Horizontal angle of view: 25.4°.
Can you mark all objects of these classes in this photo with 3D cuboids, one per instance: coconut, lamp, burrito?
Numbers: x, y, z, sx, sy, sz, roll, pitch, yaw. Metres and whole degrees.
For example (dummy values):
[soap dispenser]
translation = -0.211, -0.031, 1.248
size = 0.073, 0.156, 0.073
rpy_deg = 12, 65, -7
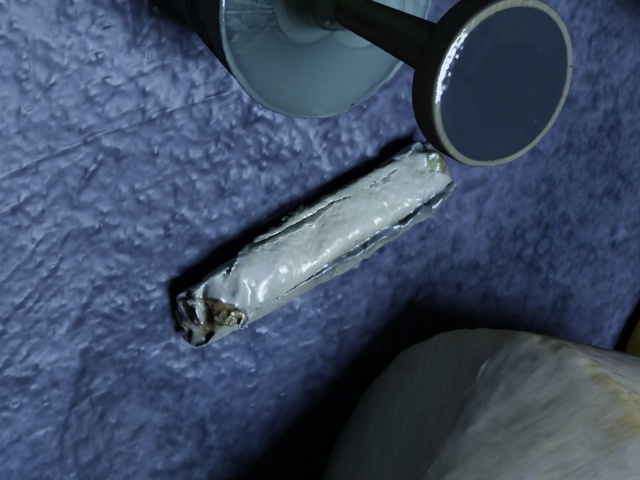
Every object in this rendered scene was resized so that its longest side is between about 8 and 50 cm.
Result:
[coconut]
translation = 0.129, 0.192, 0.833
size = 0.329, 0.329, 0.329
rpy_deg = -18, 122, -30
[lamp]
translation = 0.014, -0.105, 0.633
size = 0.121, 0.215, 0.121
rpy_deg = -16, 121, -29
[burrito]
translation = 0.000, 0.000, 0.798
size = 0.185, 0.041, 0.045
rpy_deg = -30, 86, -22

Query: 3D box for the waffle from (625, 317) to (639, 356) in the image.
[waffle]
translation = 0.352, 0.037, 1.078
size = 0.248, 0.055, 0.221
rpy_deg = 31, 92, -44
